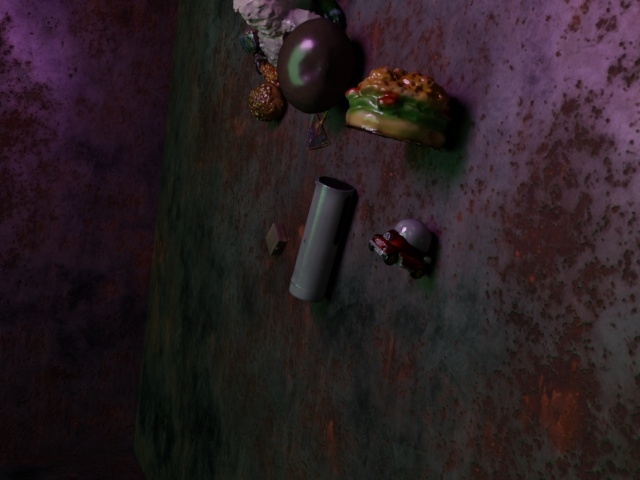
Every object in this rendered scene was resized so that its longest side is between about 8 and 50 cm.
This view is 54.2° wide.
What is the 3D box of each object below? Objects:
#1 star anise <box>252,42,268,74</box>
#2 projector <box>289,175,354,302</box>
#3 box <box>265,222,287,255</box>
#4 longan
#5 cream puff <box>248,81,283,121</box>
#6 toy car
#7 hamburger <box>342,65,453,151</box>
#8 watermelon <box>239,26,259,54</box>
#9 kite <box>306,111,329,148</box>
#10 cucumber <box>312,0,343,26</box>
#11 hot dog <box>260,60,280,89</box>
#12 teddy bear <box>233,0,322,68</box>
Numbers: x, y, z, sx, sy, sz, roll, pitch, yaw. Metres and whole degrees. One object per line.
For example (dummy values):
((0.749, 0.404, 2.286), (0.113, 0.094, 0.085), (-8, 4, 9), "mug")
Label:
((-0.218, -0.679, 2.290), (0.141, 0.042, 0.141), (-12, 76, 60), "star anise")
((0.000, 0.000, 1.710), (0.108, 0.108, 0.338), (45, 124, 55), "projector")
((-0.145, -0.002, 2.057), (0.079, 0.035, 0.083), (-57, 40, 42), "box")
((-0.013, -0.476, 1.690), (0.246, 0.215, 0.246), (54, 154, 41), "longan")
((-0.189, -0.465, 2.116), (0.126, 0.103, 0.144), (64, 156, 2), "cream puff")
((0.184, 0.004, 1.348), (0.112, 0.139, 0.112), (-57, 40, 12), "toy car")
((0.168, -0.285, 1.322), (0.237, 0.237, 0.149), (34, 111, 59), "hamburger")
((-0.247, -0.758, 2.290), (0.139, 0.071, 0.187), (-54, 18, 0), "watermelon")
((-0.008, -0.335, 1.876), (0.159, 0.010, 0.190), (-57, 41, 40), "kite")
((0.024, -0.673, 1.824), (0.056, 0.056, 0.250), (-64, 35, 35), "cucumber")
((-0.166, -0.574, 2.161), (0.188, 0.055, 0.072), (50, 127, 54), "hot dog")
((-0.076, -0.689, 1.868), (0.375, 0.362, 0.327), (-54, 48, 7), "teddy bear")
